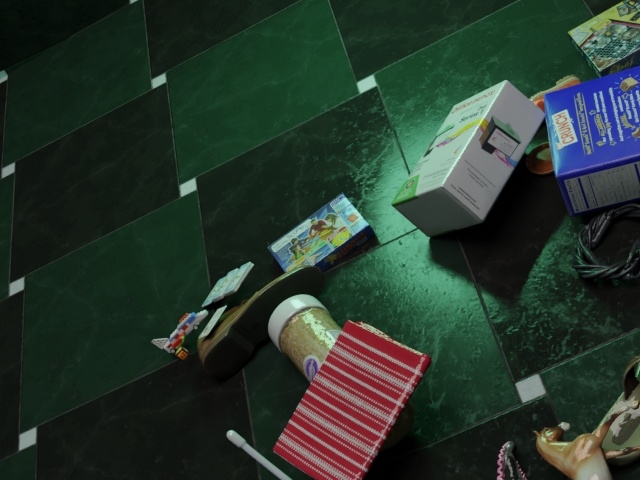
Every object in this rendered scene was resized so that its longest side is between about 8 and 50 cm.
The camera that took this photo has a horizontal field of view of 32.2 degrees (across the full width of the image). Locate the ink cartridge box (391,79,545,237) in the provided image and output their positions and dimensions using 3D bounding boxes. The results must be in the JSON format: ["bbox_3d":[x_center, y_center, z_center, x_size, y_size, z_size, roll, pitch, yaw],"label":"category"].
[{"bbox_3d":[0.290,-0.158,2.180,0.278,0.117,0.201,-57,16,-22],"label":"ink cartridge box"}]

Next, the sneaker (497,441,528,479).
[{"bbox_3d":[0.312,0.382,1.785,0.057,0.047,0.119,-2,58,23],"label":"sneaker"}]

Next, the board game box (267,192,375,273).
[{"bbox_3d":[0.000,0.000,2.343,0.201,0.035,0.136,-36,42,-1],"label":"board game box"}]

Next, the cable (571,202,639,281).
[{"bbox_3d":[0.530,0.003,1.993,0.150,0.047,0.184,-10,43,37],"label":"cable"}]

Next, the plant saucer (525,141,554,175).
[{"bbox_3d":[0.451,-0.161,2.212,0.083,0.013,0.083,-18,43,18],"label":"plant saucer"}]

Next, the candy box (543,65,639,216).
[{"bbox_3d":[0.588,-0.201,2.056,0.317,0.122,0.268,-14,40,17],"label":"candy box"}]

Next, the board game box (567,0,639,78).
[{"bbox_3d":[0.659,-0.440,2.310,0.243,0.042,0.165,-29,42,8],"label":"board game box"}]

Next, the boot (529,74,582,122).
[{"bbox_3d":[0.480,-0.270,2.263,0.158,0.059,0.085,-35,46,-1],"label":"boot"}]

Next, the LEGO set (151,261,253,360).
[{"bbox_3d":[-0.250,0.147,2.294,0.244,0.060,0.182,-58,16,-27],"label":"LEGO set"}]

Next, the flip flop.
[{"bbox_3d":[0.519,0.230,1.757,0.112,0.080,0.277,25,68,44],"label":"flip flop"}]

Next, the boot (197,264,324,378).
[{"bbox_3d":[-0.130,0.142,2.254,0.305,0.112,0.115,-39,31,-1],"label":"boot"}]

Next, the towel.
[{"bbox_3d":[0.054,0.279,1.879,0.199,0.031,0.275,23,78,44],"label":"towel"}]

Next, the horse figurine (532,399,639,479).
[{"bbox_3d":[0.438,0.361,1.663,0.174,0.066,0.263,-25,53,9],"label":"horse figurine"}]

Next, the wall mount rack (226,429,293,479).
[{"bbox_3d":[-0.097,0.492,1.882,0.304,0.130,0.350,21,65,44],"label":"wall mount rack"}]

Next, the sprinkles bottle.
[{"bbox_3d":[0.033,0.236,2.040,0.121,0.121,0.355,-40,42,-5],"label":"sprinkles bottle"}]
